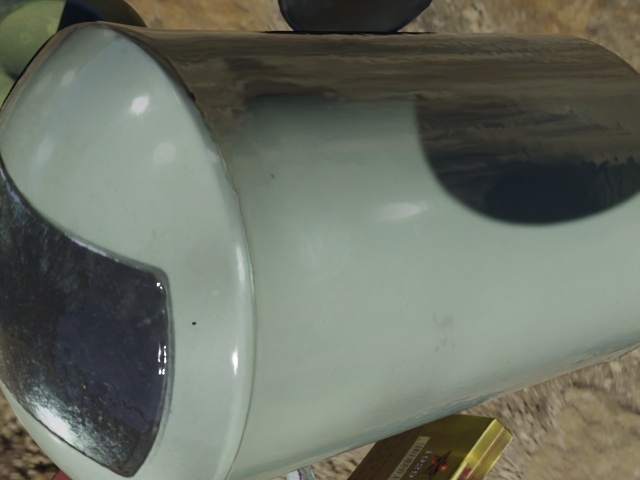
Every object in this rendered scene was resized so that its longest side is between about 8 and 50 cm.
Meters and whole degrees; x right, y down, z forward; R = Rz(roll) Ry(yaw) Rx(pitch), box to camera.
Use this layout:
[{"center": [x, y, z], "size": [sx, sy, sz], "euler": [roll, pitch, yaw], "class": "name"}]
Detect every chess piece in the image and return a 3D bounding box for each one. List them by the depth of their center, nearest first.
[{"center": [0.012, -0.308, 1.258], "size": [0.139, 0.124, 0.307], "euler": [-46, 30, 20], "class": "chess piece"}]

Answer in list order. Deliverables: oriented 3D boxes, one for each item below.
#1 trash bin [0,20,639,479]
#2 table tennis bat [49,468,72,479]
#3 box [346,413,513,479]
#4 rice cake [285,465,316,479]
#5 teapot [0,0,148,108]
[{"center": [0.000, 0.000, 0.804], "size": [0.432, 0.280, 0.280], "euler": [-9, 69, -35], "class": "trash bin"}, {"center": [-0.116, 0.153, 1.033], "size": [0.310, 0.200, 0.038], "euler": [-48, 65, 23], "class": "table tennis bat"}, {"center": [0.071, 0.163, 0.925], "size": [0.023, 0.133, 0.090], "euler": [45, 69, -17], "class": "box"}, {"center": [-0.012, 0.357, 1.695], "size": [0.033, 0.033, 0.208], "euler": [-13, 94, 38], "class": "rice cake"}, {"center": [-0.188, -0.115, 1.014], "size": [0.239, 0.239, 0.322], "euler": [23, 57, 2], "class": "teapot"}]
